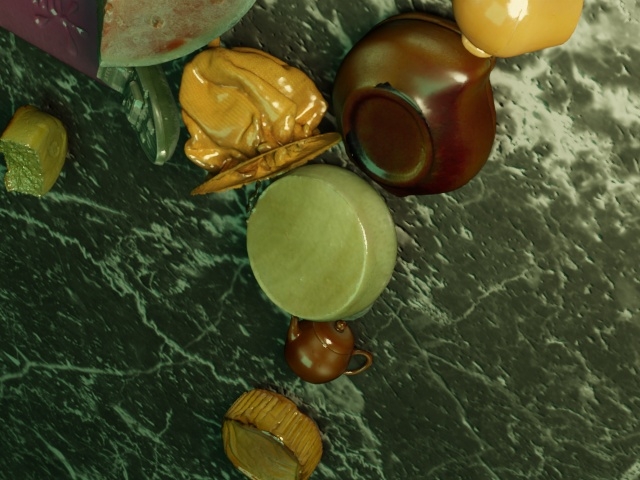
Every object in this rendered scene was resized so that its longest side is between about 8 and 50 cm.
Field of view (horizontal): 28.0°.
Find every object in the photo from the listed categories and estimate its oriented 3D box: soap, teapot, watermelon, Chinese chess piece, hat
[{"bbox_3d":[-0.377,-0.355,1.930,0.259,0.081,0.181,30,140,19],"label":"soap"},{"bbox_3d":[0.011,0.166,2.047,0.173,0.116,0.116,29,148,-24],"label":"teapot"},{"bbox_3d":[-0.210,-0.365,1.665,0.318,0.226,0.148,-34,57,29],"label":"watermelon"},{"bbox_3d":[0.000,0.000,1.845,0.238,0.092,0.237,9,106,33],"label":"Chinese chess piece"},{"bbox_3d":[-0.110,-0.207,1.785,0.233,0.244,0.233,-21,87,13],"label":"hat"}]

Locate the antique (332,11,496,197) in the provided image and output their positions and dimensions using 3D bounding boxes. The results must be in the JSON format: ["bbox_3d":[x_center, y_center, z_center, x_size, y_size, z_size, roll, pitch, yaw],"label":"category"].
[{"bbox_3d":[0.117,-0.161,1.615,0.223,0.129,0.278,41,145,2],"label":"antique"}]

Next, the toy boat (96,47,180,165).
[{"bbox_3d":[-0.251,-0.201,1.759,0.078,0.085,0.260,-63,39,42],"label":"toy boat"}]

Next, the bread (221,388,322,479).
[{"bbox_3d":[-0.086,0.357,2.306,0.199,0.104,0.199,23,140,20],"label":"bread"}]

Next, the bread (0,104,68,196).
[{"bbox_3d":[-0.486,-0.158,2.181,0.086,0.125,0.156,21,139,16],"label":"bread"}]

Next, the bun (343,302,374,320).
[{"bbox_3d":[0.017,0.068,1.957,0.141,0.083,0.140,22,137,23],"label":"bun"}]

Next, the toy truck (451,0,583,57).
[{"bbox_3d":[0.177,-0.314,1.328,0.265,0.239,0.189,38,142,10],"label":"toy truck"}]
